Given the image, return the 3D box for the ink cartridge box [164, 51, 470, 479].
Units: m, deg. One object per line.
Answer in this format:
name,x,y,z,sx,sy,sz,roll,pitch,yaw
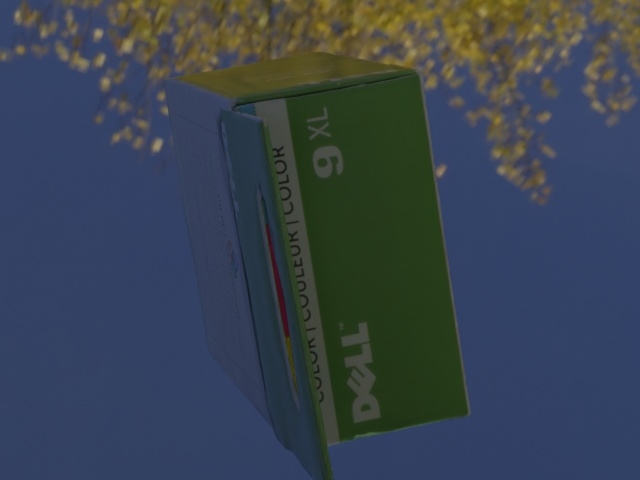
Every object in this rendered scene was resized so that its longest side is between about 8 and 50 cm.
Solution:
ink cartridge box,0.000,0.000,0.563,0.062,0.209,0.109,-10,-80,-11
